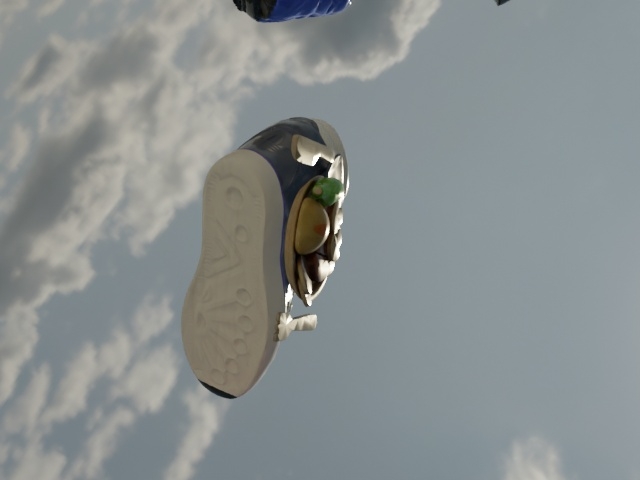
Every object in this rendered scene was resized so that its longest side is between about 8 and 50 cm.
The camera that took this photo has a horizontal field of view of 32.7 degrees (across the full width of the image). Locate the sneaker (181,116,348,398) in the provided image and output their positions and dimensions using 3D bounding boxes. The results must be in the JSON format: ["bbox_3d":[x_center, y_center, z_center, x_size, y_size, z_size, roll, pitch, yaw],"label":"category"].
[{"bbox_3d":[-0.045,0.010,1.307,0.130,0.323,0.236,21,-150,24],"label":"sneaker"}]

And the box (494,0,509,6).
[{"bbox_3d":[0.225,-0.349,1.019,0.232,0.059,0.183,-26,-107,-2],"label":"box"}]

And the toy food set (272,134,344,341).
[{"bbox_3d":[0.000,0.000,1.050,0.038,0.132,0.192,6,-88,18],"label":"toy food set"}]

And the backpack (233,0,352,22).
[{"bbox_3d":[-0.007,-0.181,0.600,0.098,0.101,0.120,58,-36,35],"label":"backpack"}]
